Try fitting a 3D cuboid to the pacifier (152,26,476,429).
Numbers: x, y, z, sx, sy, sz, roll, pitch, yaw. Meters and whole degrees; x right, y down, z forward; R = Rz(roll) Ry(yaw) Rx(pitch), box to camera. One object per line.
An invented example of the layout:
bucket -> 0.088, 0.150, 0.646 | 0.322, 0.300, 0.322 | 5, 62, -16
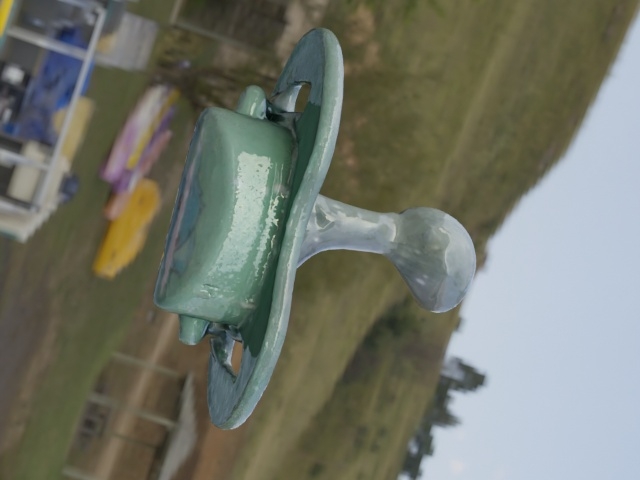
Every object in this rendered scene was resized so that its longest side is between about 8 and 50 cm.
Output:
pacifier -> 0.000, 0.000, 0.538 | 0.127, 0.116, 0.150 | 179, -77, -73
